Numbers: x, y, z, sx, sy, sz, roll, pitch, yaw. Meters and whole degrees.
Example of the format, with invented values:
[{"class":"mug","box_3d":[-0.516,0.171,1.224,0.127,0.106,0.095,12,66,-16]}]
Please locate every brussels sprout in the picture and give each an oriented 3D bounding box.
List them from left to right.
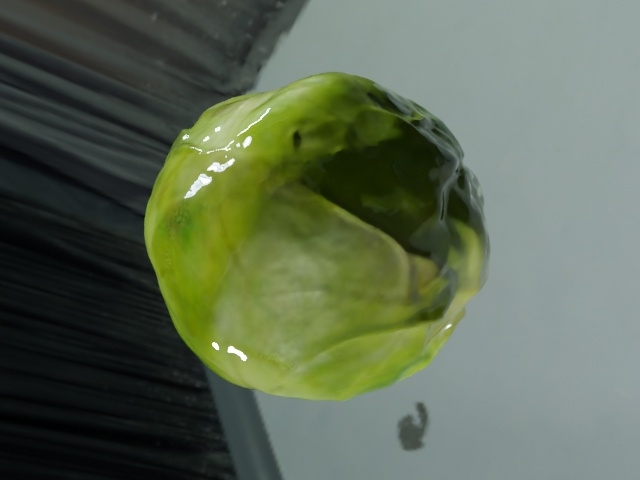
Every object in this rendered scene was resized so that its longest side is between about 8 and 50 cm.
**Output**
[{"class":"brussels sprout","box_3d":[0.000,0.000,0.702,0.161,0.223,0.223,167,119,-76]}]
